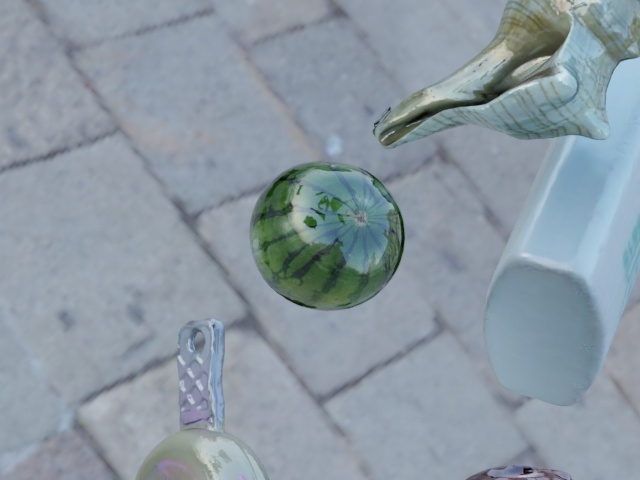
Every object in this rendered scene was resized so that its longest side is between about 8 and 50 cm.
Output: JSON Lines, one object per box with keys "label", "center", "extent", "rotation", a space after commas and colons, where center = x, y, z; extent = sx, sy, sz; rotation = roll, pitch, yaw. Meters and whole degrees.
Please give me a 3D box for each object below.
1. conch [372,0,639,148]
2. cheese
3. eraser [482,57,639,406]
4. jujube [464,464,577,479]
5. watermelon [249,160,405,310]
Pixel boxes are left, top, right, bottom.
{"label": "conch", "center": [0.169, -0.119, 1.264], "extent": [0.114, 0.234, 0.137], "rotation": [41, -4, -26]}
{"label": "cheese", "center": [-0.108, 0.213, 1.624], "extent": [0.082, 0.163, 0.286], "rotation": [11, 71, -44]}
{"label": "eraser", "center": [0.219, -0.035, 1.417], "extent": [0.104, 0.189, 0.290], "rotation": [20, 57, 11]}
{"label": "jujube", "center": [0.183, 0.348, 1.932], "extent": [0.290, 0.197, 0.197], "rotation": [-15, 67, -22]}
{"label": "watermelon", "center": [0.002, -0.004, 1.130], "extent": [0.109, 0.109, 0.109], "rotation": [25, 44, -26]}
